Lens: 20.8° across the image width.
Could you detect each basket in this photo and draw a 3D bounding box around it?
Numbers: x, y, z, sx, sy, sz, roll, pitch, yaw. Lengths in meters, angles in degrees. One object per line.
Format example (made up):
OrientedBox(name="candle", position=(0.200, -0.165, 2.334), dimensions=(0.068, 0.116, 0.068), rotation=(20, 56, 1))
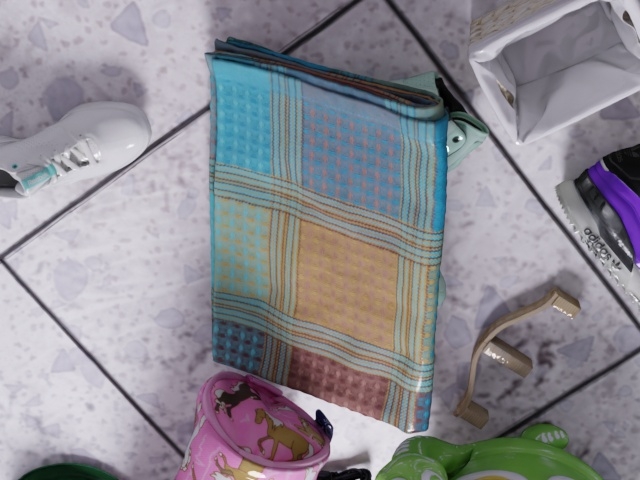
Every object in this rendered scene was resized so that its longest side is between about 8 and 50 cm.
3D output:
OrientedBox(name="basket", position=(0.235, -0.187, 1.690), dimensions=(0.167, 0.103, 0.113), rotation=(-25, 113, 14))

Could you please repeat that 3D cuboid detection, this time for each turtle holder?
OrientedBox(name="turtle holder", position=(0.208, 0.329, 1.866), dimensions=(0.243, 0.227, 0.320), rotation=(-13, 117, 7))

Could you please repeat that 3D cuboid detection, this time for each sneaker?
OrientedBox(name="sneaker", position=(-0.273, -0.077, 1.760), dimensions=(0.212, 0.094, 0.080), rotation=(-15, 113, 8))
OrientedBox(name="sneaker", position=(0.382, 0.017, 1.785), dimensions=(0.146, 0.102, 0.293), rotation=(-38, 109, 17))
OrientedBox(name="sneaker", position=(0.111, -0.047, 1.761), dimensions=(0.151, 0.094, 0.256), rotation=(-18, 112, 17))

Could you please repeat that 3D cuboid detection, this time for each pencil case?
OrientedBox(name="pencil case", position=(-0.122, 0.333, 1.909), dimensions=(0.167, 0.160, 0.386), rotation=(-6, 128, -47))

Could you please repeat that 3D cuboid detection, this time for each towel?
OrientedBox(name="towel", position=(0.000, 0.000, 1.750), dimensions=(0.271, 0.040, 0.370), rotation=(18, 121, 28))

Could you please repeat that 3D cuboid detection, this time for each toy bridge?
OrientedBox(name="toy bridge", position=(0.199, 0.123, 1.883), dimensions=(0.063, 0.026, 0.188), rotation=(32, 112, -12))

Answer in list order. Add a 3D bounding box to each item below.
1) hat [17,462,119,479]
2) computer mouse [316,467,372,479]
OrientedBox(name="hat", position=(-0.289, 0.358, 1.921), dimensions=(0.173, 0.183, 0.208), rotation=(-35, 110, 17))
OrientedBox(name="computer mouse", position=(0.010, 0.352, 1.949), dimensions=(0.106, 0.042, 0.193), rotation=(-4, 88, 3))
